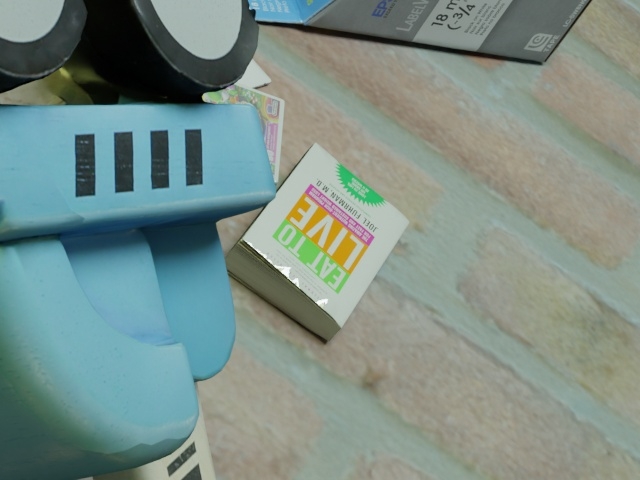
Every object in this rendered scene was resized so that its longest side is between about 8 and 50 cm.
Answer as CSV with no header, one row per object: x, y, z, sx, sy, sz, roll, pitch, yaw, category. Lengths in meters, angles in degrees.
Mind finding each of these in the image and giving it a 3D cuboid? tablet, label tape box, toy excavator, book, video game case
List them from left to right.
-0.111,0.066,0.787,0.433,0.222,0.445,-8,86,-62,toy excavator
-0.086,-0.092,1.213,0.122,0.011,0.087,19,49,-18,video game case
-0.081,-0.149,1.277,0.054,0.006,0.083,-24,69,-45,tablet
0.000,0.000,1.179,0.096,0.035,0.144,38,40,-4,book
0.056,-0.294,1.428,0.333,0.106,0.241,3,50,-32,label tape box
